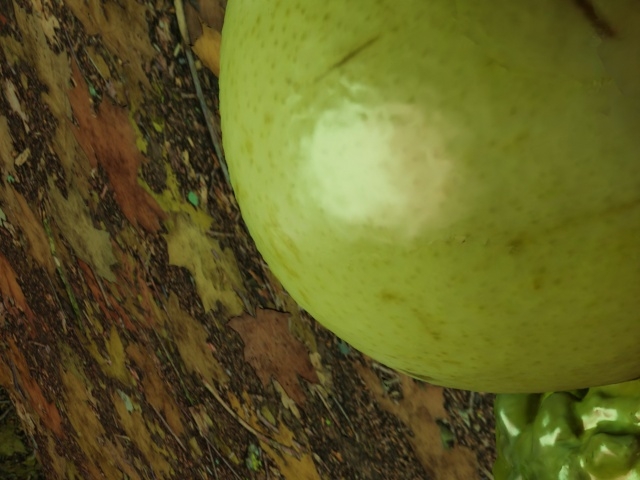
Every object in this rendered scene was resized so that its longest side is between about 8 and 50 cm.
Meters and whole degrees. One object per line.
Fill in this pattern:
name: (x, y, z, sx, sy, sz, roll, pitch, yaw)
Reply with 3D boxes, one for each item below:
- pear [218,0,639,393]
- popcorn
pear: (0.103, -0.071, 0.644, 0.309, 0.309, 0.309, 41, 147, 34)
popcorn: (0.217, 0.149, 0.761, 0.249, 0.225, 0.249, 62, 170, 19)
